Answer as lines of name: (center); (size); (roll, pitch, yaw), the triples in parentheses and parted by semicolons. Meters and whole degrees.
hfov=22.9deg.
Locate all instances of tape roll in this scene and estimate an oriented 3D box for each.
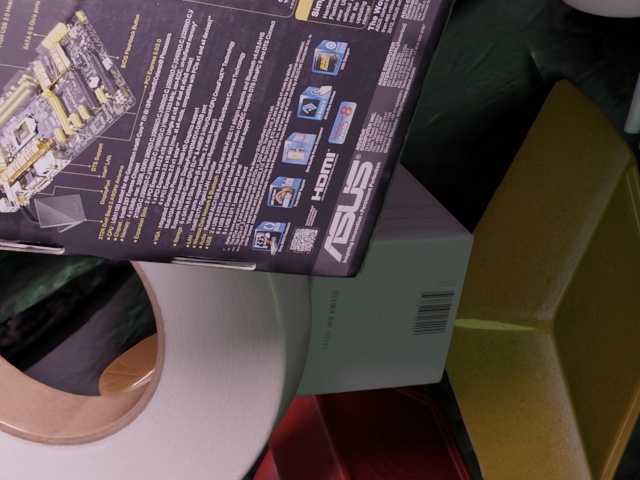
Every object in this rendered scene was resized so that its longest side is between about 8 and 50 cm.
tape roll: (-0.200, 0.045, 1.177); (0.392, 0.072, 0.392); (7, 115, 14)

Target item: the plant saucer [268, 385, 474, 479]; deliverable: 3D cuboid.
plant saucer: (0.056, 0.193, 1.416); (0.258, 0.259, 0.048); (28, 117, -36)

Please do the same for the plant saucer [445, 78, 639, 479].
plant saucer: (0.233, 0.077, 1.435); (0.333, 0.081, 0.332); (-57, 139, -39)

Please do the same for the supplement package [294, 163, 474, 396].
supplement package: (0.000, 0.000, 1.285); (0.134, 0.244, 0.139); (-3, 120, -25)

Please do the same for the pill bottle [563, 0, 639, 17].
pill bottle: (0.256, -0.307, 1.313); (0.121, 0.121, 0.221); (-12, 123, -20)

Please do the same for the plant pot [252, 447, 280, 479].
plant pot: (0.008, 0.340, 1.497); (0.275, 0.275, 0.243); (20, 116, -34)

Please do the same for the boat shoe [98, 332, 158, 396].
boat shoe: (-0.114, 0.102, 1.408); (0.170, 0.063, 0.059); (-31, 130, 4)

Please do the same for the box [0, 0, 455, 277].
box: (-0.069, -0.176, 0.832); (0.318, 0.097, 0.395); (3, 117, -31)

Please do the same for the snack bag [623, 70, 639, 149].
snack bag: (0.402, -0.257, 1.406); (0.342, 0.037, 0.323); (-19, 128, -47)
